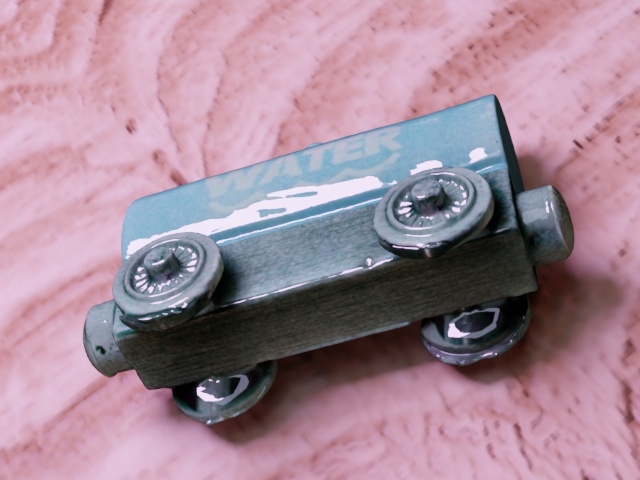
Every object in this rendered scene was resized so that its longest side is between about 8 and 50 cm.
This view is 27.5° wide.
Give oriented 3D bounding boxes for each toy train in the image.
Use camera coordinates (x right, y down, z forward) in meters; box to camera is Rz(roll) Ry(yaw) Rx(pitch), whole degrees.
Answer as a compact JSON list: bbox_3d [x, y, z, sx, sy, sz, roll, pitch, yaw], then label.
[{"bbox_3d":[0.000,0.000,0.665,0.248,0.101,0.159,-16,36,11],"label":"toy train"}]
